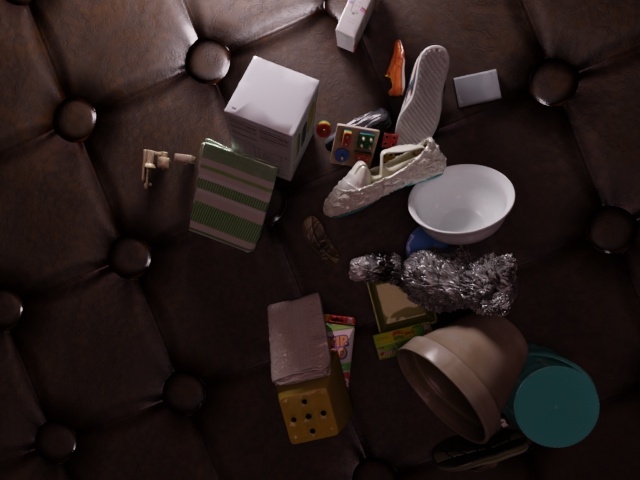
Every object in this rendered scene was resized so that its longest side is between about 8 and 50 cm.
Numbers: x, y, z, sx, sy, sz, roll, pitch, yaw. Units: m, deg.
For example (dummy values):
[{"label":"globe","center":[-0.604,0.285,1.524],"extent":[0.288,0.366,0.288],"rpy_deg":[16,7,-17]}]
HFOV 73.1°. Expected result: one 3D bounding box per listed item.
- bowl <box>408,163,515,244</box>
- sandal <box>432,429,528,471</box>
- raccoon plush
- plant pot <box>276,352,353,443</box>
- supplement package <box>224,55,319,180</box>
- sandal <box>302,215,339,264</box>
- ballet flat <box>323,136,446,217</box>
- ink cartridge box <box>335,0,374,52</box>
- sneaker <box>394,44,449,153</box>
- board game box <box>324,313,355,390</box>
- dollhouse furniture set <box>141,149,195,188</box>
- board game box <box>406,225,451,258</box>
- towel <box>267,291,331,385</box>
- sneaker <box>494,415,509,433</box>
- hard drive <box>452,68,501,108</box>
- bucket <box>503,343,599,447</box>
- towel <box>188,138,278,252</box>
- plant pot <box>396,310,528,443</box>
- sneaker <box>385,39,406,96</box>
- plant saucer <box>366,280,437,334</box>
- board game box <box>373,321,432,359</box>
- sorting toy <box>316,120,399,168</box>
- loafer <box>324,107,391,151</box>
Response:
[{"label":"bowl","center":[0.421,-0.085,1.297],"extent":[0.297,0.298,0.134],"rpy_deg":[-19,133,4]},{"label":"sandal","center":[0.508,0.683,1.364],"extent":[0.302,0.120,0.086],"rpy_deg":[-11,105,4]},{"label":"raccoon plush","center":[0.324,0.128,1.210],"extent":[0.445,0.299,0.216],"rpy_deg":[-7,90,-8]},{"label":"plant pot","center":[-0.025,0.496,1.322],"extent":[0.212,0.187,0.212],"rpy_deg":[-15,93,5]},{"label":"supplement package","center":[-0.136,-0.345,1.267],"extent":[0.197,0.263,0.199],"rpy_deg":[22,72,2]},{"label":"sandal","center":[0.000,0.000,1.407],"extent":[0.072,0.049,0.180],"rpy_deg":[-33,104,10]},{"label":"ballet flat","center":[0.182,-0.206,1.327],"extent":[0.408,0.147,0.147],"rpy_deg":[-22,90,3]},{"label":"ink cartridge box","center":[0.117,-0.707,1.337],"extent":[0.067,0.115,0.198],"rpy_deg":[25,92,3]},{"label":"sneaker","center":[0.319,-0.432,1.339],"extent":[0.126,0.127,0.321],"rpy_deg":[17,118,3]},{"label":"board game box","center":[0.042,0.376,1.422],"extent":[0.124,0.039,0.260],"rpy_deg":[6,90,4]},{"label":"dollhouse furniture set","center":[-0.492,-0.220,1.394],"extent":[0.151,0.144,0.123],"rpy_deg":[6,97,-11]},{"label":"board game box","center":[0.355,0.026,1.389],"extent":[0.168,0.033,0.133],"rpy_deg":[21,91,-4]},{"label":"towel","center":[-0.071,0.301,1.341],"extent":[0.187,0.049,0.282],"rpy_deg":[-15,51,4]},{"label":"sneaker","center":[0.484,0.535,1.374],"extent":[0.234,0.078,0.106],"rpy_deg":[44,92,-1]},{"label":"hard drive","center":[0.494,-0.479,1.366],"extent":[0.135,0.022,0.094],"rpy_deg":[-11,91,4]},{"label":"bucket","center":[0.673,0.464,1.306],"extent":[0.280,0.183,0.282],"rpy_deg":[0,93,3]},{"label":"towel","center":[-0.281,-0.129,1.356],"extent":[0.247,0.038,0.325],"rpy_deg":[21,120,3]},{"label":"plant pot","center":[0.430,0.353,1.245],"extent":[0.280,0.323,0.323],"rpy_deg":[-37,89,-19]},{"label":"sneaker","center":[0.237,-0.546,1.362],"extent":[0.067,0.064,0.175],"rpy_deg":[1,89,14]},{"label":"plant saucer","center":[0.259,0.193,1.393],"extent":[0.188,0.045,0.189],"rpy_deg":[-15,90,4]},{"label":"board game box","center":[0.265,0.320,1.373],"extent":[0.181,0.092,0.043],"rpy_deg":[-15,47,4]},{"label":"sorting toy","center":[0.115,-0.283,1.344],"extent":[0.274,0.046,0.132],"rpy_deg":[8,129,-7]},{"label":"loafer","center":[0.116,-0.351,1.377],"extent":[0.223,0.076,0.078],"rpy_deg":[-23,51,13]}]
